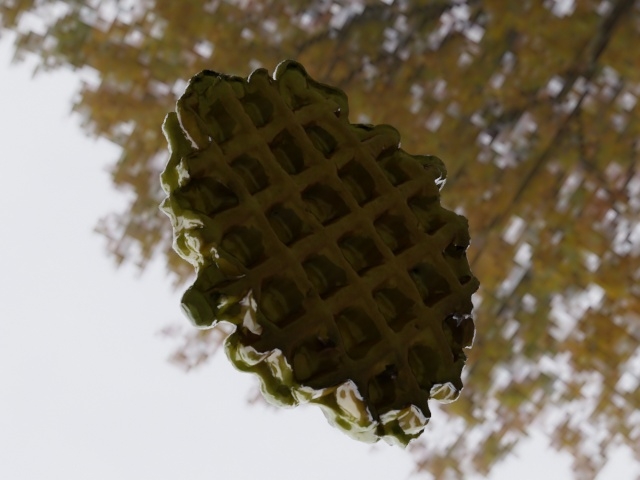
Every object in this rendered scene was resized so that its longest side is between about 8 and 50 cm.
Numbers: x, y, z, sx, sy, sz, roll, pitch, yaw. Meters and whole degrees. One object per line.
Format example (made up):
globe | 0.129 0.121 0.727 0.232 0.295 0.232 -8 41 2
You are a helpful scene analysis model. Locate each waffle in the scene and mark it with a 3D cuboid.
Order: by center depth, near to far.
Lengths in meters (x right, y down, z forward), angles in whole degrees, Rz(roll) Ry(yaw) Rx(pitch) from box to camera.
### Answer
waffle | 0.000 0.000 1.165 0.238 0.059 0.243 20 -126 -31
